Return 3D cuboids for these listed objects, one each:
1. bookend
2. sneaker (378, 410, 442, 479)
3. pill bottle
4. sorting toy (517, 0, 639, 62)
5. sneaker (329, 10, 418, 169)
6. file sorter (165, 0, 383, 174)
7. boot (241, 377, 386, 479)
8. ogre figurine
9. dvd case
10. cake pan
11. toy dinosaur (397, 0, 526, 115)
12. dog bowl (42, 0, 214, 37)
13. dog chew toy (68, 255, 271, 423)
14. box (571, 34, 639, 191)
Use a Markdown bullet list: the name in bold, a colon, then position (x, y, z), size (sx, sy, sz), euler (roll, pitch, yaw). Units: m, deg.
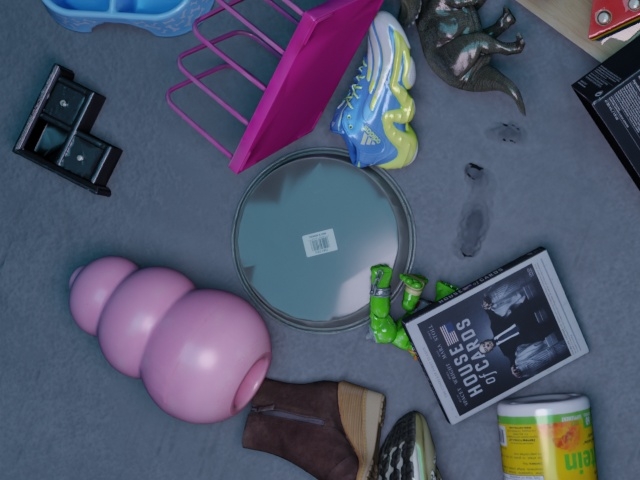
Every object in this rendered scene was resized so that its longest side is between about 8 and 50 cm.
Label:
- **bookend**: position (-0.378, -0.173, 1.914), size (0.157, 0.072, 0.156), euler (28, 93, 8)
- **sneaker**: position (0.189, 0.455, 1.784), size (0.182, 0.158, 0.410), euler (2, 66, -27)
- **pill bottle**: position (0.337, 0.352, 1.761), size (0.136, 0.136, 0.246), euler (-6, 88, 9)
- **sorting toy**: position (0.415, -0.409, 1.740), size (0.257, 0.089, 0.255), euler (40, 109, 17)
- **sneaker**: position (0.074, -0.214, 1.794), size (0.126, 0.091, 0.240), euler (-15, 107, -18)
- **file sorter**: position (-0.075, -0.285, 1.745), size (0.182, 0.202, 0.291), euler (41, 130, 12)
- **boot**: position (-0.017, 0.325, 1.812), size (0.206, 0.090, 0.248), euler (3, 58, 14)
- **ogre figurine**: position (0.153, 0.115, 1.816), size (0.097, 0.197, 0.118), euler (37, 110, 51)
- **dvd case**: position (0.259, 0.141, 1.779), size (0.238, 0.029, 0.179), euler (-28, 105, -7)
- **cake pan**: position (0.000, 0.000, 1.862), size (0.293, 0.054, 0.293), euler (0, 89, 8)
- **toy dinosaur**: position (0.211, -0.310, 1.822), size (0.160, 0.121, 0.313), euler (-32, 89, 19)
- **dog bowl**: position (-0.316, -0.413, 1.909), size (0.297, 0.074, 0.166), euler (5, 90, 9)
- **dog chew toy**: position (-0.240, 0.134, 1.832), size (0.332, 0.206, 0.207), euler (29, 93, 17)
- **box**: position (0.508, -0.163, 1.710), size (0.184, 0.103, 0.261), euler (-35, 113, 9)
